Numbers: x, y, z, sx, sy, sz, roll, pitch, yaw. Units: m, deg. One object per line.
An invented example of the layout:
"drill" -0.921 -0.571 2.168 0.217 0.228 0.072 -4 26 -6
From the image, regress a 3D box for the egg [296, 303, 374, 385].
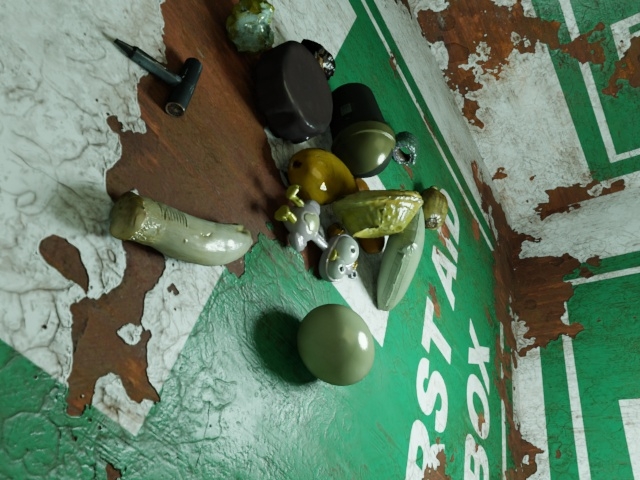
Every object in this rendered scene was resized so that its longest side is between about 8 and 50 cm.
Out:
"egg" 0.044 0.271 1.284 0.253 0.188 0.188 54 36 -38

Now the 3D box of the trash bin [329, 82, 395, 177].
"trash bin" 0.131 -0.350 1.680 0.214 0.214 0.334 34 34 -46

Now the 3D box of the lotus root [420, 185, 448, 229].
"lotus root" 0.509 -0.158 2.289 0.145 0.128 0.260 42 41 -26

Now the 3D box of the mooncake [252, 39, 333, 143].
"mooncake" -0.083 -0.428 1.467 0.283 0.141 0.283 29 56 -53

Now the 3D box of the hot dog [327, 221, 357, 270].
"hot dog" 0.069 0.024 1.581 0.071 0.045 0.165 -30 99 -61

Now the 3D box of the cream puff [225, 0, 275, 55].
"cream puff" -0.192 -0.604 1.407 0.156 0.121 0.156 3 90 -74

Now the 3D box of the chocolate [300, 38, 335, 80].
"chocolate" -0.040 -0.553 1.640 0.156 0.156 0.133 48 67 -35

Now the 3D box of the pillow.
"pillow" 0.270 0.059 1.700 0.255 0.120 0.322 -68 170 -48

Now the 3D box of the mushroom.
"mushroom" -0.267 -0.015 1.030 0.351 0.095 0.123 18 43 -56

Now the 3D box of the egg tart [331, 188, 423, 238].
"egg tart" 0.176 -0.076 1.512 0.290 0.290 0.115 9 73 -56

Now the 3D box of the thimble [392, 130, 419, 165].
"thimble" 0.366 -0.398 2.190 0.090 0.118 0.135 -68 147 -40

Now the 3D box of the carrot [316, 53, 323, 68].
"carrot" -0.001 -0.483 1.607 0.057 0.057 0.224 -71 165 -44

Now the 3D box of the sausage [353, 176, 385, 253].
"sausage" 0.150 -0.087 1.712 0.105 0.105 0.274 -24 96 -59

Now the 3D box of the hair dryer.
"hair dryer" -0.359 -0.395 1.118 0.195 0.050 0.173 42 40 -36

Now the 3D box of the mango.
"mango" 0.002 -0.188 1.512 0.295 0.120 0.177 4 68 -63

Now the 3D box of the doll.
"doll" -0.001 0.000 1.432 0.365 0.094 0.160 45 55 -34
